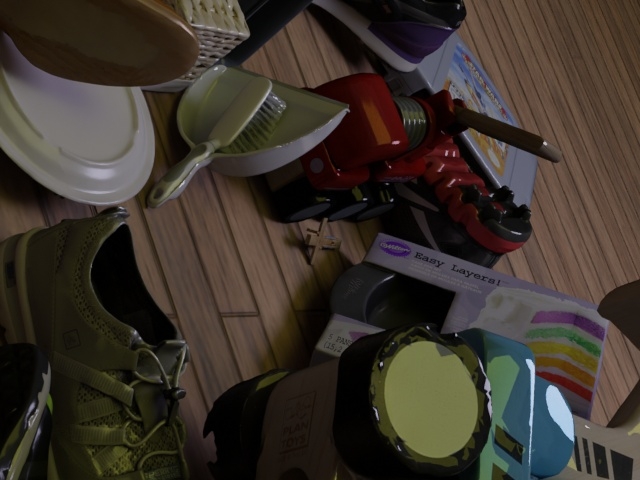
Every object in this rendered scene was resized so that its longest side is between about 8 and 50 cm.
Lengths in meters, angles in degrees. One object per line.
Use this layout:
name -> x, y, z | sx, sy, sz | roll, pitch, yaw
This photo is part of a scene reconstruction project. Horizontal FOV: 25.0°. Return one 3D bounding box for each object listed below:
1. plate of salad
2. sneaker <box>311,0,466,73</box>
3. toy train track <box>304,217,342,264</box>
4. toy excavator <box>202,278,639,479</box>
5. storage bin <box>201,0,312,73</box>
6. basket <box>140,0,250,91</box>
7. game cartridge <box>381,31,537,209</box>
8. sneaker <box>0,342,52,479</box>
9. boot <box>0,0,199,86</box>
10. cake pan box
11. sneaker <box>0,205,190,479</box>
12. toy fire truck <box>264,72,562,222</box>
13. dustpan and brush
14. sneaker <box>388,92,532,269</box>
plate of salad -> -0.211, -0.113, 1.137 | 0.200, 0.048, 0.200 | 36, 38, -35
sneaker -> 0.045, -0.319, 1.645 | 0.283, 0.124, 0.107 | 32, 40, -26
toy train track -> 0.000, 0.000, 1.438 | 0.083, 0.014, 0.048 | 8, 99, -67
toy excavator -> 0.152, 0.182, 1.116 | 0.445, 0.222, 0.433 | 22, 62, -29
storage bin -> -0.083, -0.234, 1.388 | 0.091, 0.135, 0.098 | 57, 26, 9
basket -> -0.149, -0.230, 1.289 | 0.113, 0.103, 0.167 | -3, 70, -59
game cartridge -> 0.186, -0.162, 1.867 | 0.297, 0.062, 0.198 | 52, 33, -20
sneaker -> -0.209, 0.172, 0.892 | 0.234, 0.084, 0.097 | -85, 163, -44
boot -> -0.229, -0.243, 1.093 | 0.295, 0.104, 0.211 | 17, 44, -25
cake pan box -> 0.132, 0.106, 1.374 | 0.267, 0.070, 0.246 | 19, 29, 9
sneaker -> -0.138, 0.109, 0.999 | 0.105, 0.115, 0.281 | -11, 76, -62
toy fire truck -> 0.086, -0.101, 1.427 | 0.217, 0.246, 0.158 | -1, 67, -60
dustpan and brush -> -0.087, -0.089, 1.294 | 0.211, 0.147, 0.060 | -54, 152, -28
sneaker -> 0.112, -0.057, 1.602 | 0.098, 0.135, 0.276 | 2, 41, -46
